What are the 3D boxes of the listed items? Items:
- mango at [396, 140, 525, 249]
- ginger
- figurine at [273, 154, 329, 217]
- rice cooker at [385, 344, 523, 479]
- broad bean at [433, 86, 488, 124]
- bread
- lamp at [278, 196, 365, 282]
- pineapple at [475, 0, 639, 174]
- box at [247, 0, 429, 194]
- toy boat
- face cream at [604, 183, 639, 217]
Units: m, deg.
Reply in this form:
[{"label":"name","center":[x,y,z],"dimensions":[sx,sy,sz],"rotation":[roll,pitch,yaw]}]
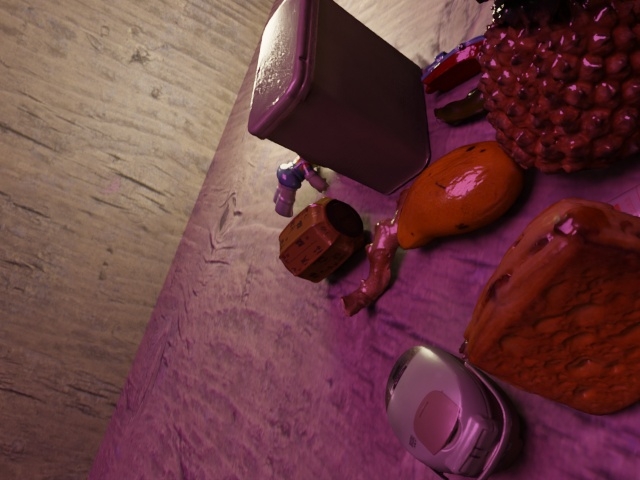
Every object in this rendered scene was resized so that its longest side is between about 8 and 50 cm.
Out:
[{"label":"mango","center":[0.218,-0.075,0.815],"dimensions":[0.262,0.109,0.157],"rotation":[-33,40,41]},{"label":"ginger","center":[0.121,0.021,0.953],"dimensions":[0.089,0.075,0.288],"rotation":[30,91,33]},{"label":"figurine","center":[-0.044,-0.235,1.294],"dimensions":[0.381,0.205,0.224],"rotation":[-68,21,15]},{"label":"rice cooker","center":[0.176,0.231,0.657],"dimensions":[0.145,0.127,0.206],"rotation":[-64,32,7]},{"label":"broad bean","center":[0.301,-0.265,0.883],"dimensions":[0.254,0.046,0.065],"rotation":[-22,52,53]},{"label":"bread","center":[0.277,0.072,0.508],"dimensions":[0.099,0.210,0.235],"rotation":[-71,3,-51]},{"label":"lamp","center":[0.000,0.000,1.089],"dimensions":[0.185,0.161,0.161],"rotation":[-45,35,40]},{"label":"pineapple","center":[0.279,-0.264,0.586],"dimensions":[0.223,0.357,0.223],"rotation":[-23,36,18]},{"label":"box","center":[0.051,-0.315,1.031],"dimensions":[0.177,0.344,0.352],"rotation":[-37,40,44]},{"label":"toy boat","center":[0.274,-0.358,0.971],"dimensions":[0.173,0.069,0.058],"rotation":[-23,59,58]},{"label":"face cream","center":[0.314,0.030,0.590],"dimensions":[0.252,0.101,0.101],"rotation":[-39,39,40]}]
